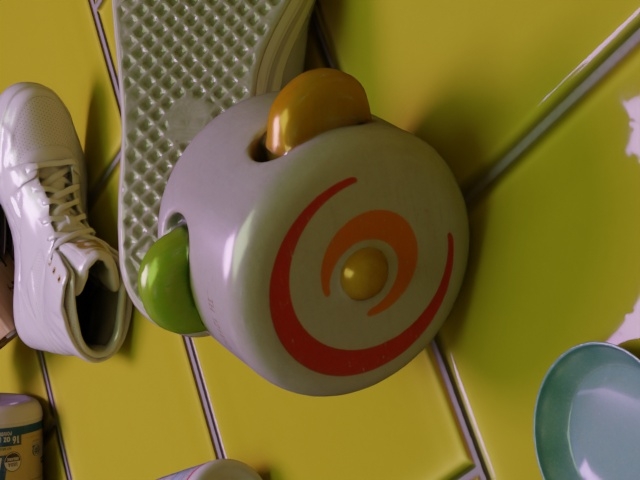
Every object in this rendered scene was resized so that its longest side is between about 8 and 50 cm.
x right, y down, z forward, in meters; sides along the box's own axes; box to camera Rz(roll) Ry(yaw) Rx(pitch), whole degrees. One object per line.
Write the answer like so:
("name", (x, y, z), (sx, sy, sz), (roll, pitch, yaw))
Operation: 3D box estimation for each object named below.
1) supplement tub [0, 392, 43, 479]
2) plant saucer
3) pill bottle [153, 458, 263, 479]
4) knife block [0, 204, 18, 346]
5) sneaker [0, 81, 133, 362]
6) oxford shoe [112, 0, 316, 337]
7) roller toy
("supplement tub", (-0.392, 0.282, 1.552), (0.144, 0.144, 0.199), (2, 93, 56))
("plant saucer", (0.177, 0.120, 0.813), (0.119, 0.021, 0.119), (0, 90, 56))
("pill bottle", (-0.116, 0.248, 1.193), (0.160, 0.087, 0.087), (-28, 68, 53))
("knife block", (-0.423, 0.018, 1.517), (0.276, 0.088, 0.242), (-36, 89, 38))
("sneaker", (-0.256, -0.019, 1.391), (0.169, 0.108, 0.292), (9, 108, 54))
("oxford shoe", (-0.079, -0.145, 1.085), (0.169, 0.130, 0.449), (3, 84, 12))
("roller toy", (0.000, 0.000, 0.923), (0.146, 0.191, 0.209), (32, 93, 53))
